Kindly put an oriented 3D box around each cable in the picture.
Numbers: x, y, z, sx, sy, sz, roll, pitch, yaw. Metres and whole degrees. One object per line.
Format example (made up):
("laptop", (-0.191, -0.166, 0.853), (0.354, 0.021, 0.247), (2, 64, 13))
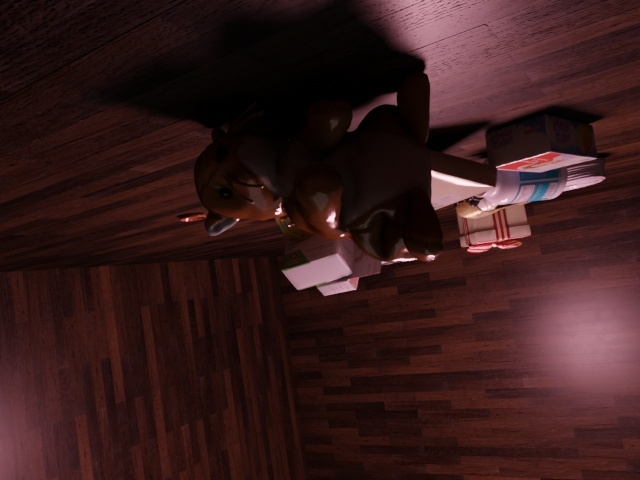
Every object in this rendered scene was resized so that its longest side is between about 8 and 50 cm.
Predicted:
("cable", (0.862, -0.225, 1.976), (0.257, 0.089, 0.257), (-5, 174, -39))

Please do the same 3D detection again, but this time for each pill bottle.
("pill bottle", (0.557, -0.180, 1.604), (0.263, 0.146, 0.146), (-6, 175, -22))

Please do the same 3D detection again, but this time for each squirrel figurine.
("squirrel figurine", (-0.012, -0.088, 0.955), (0.370, 0.281, 0.397), (-3, 173, 2))

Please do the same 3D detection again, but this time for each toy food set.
("toy food set", (-0.078, -0.096, 1.706), (0.128, 0.071, 0.218), (-21, 137, 4))

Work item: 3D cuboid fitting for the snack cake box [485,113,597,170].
("snack cake box", (0.531, -0.225, 1.346), (0.264, 0.089, 0.152), (-4, 175, -44))

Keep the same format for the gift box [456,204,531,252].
("gift box", (0.714, -0.088, 2.346), (0.254, 0.258, 0.276), (-8, 174, 2))

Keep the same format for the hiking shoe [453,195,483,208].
("hiking shoe", (0.515, -0.170, 1.827), (0.086, 0.114, 0.226), (-7, 175, -31))

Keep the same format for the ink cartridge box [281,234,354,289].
("ink cartridge box", (0.000, 0.000, 1.827), (0.201, 0.278, 0.117), (-18, 131, 24))

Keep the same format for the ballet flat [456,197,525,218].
("ballet flat", (0.698, -0.174, 2.162), (0.348, 0.123, 0.123), (-14, 176, -2))

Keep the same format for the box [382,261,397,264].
("box", (0.092, -0.013, 2.082), (0.394, 0.097, 0.318), (-11, 140, 17))

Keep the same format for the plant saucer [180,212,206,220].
("plant saucer", (-0.416, -0.077, 1.834), (0.083, 0.013, 0.083), (-9, 175, -1))

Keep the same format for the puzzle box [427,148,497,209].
("puzzle box", (0.223, -0.148, 1.440), (0.271, 0.052, 0.409), (12, 171, -14))

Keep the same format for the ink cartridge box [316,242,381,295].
("ink cartridge box", (0.121, 0.036, 1.833), (0.238, 0.275, 0.060), (-14, 133, 32))
